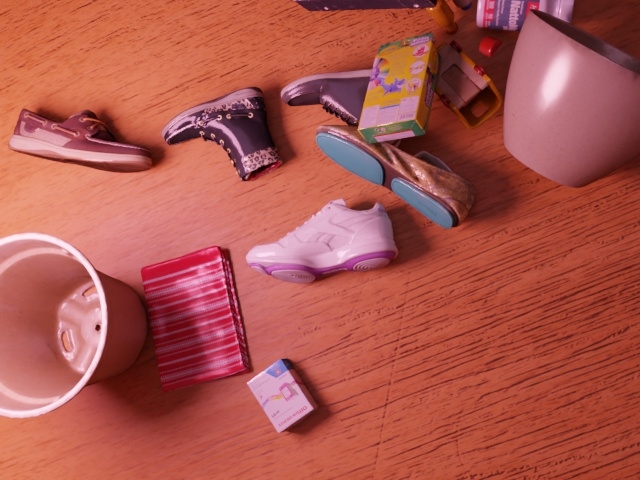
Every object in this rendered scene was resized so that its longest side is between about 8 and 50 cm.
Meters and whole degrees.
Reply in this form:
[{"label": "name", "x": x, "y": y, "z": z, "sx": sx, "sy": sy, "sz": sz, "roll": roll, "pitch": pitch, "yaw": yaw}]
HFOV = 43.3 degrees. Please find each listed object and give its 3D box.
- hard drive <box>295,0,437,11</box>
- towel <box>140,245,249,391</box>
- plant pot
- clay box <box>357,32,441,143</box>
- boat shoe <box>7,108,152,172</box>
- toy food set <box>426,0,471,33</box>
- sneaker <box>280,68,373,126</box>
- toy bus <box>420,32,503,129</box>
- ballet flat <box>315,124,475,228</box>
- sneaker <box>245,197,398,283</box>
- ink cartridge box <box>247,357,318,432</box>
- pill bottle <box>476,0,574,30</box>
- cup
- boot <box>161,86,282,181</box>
[{"label": "hard drive", "x": 0.109, "y": -0.585, "z": 1.619, "sx": 0.339, "sy": 0.064, "sz": 0.236, "roll": 14, "pitch": 86, "yaw": 42}, {"label": "towel", "x": -0.267, "y": 0.163, "z": 1.690, "sx": 0.199, "sy": 0.031, "sz": 0.274, "roll": -15, "pitch": 80, "yaw": 11}, {"label": "plant pot", "x": -0.504, "y": 0.171, "z": 1.599, "sx": 0.334, "sy": 0.305, "sz": 0.333, "roll": -2, "pitch": 82, "yaw": 13}, {"label": "clay box", "x": 0.157, "y": -0.297, "z": 1.560, "sx": 0.127, "sy": 0.053, "sz": 0.222, "roll": -5, "pitch": 55, "yaw": 33}, {"label": "boat shoe", "x": -0.519, "y": -0.227, "z": 1.756, "sx": 0.342, "sy": 0.123, "sz": 0.123, "roll": 10, "pitch": 86, "yaw": 20}, {"label": "toy food set", "x": 0.257, "y": -0.549, "z": 1.657, "sx": 0.111, "sy": 0.104, "sz": 0.232, "roll": -24, "pitch": 60, "yaw": 22}, {"label": "sneaker", "x": 0.030, "y": -0.279, "z": 1.659, "sx": 0.222, "sy": 0.083, "sz": 0.118, "roll": -7, "pitch": 81, "yaw": 10}, {"label": "toy bus", "x": 0.272, "y": -0.310, "z": 1.598, "sx": 0.191, "sy": 0.104, "sz": 0.202, "roll": 2, "pitch": 64, "yaw": 37}, {"label": "ballet flat", "x": 0.155, "y": -0.151, "z": 1.609, "sx": 0.349, "sy": 0.123, "sz": 0.123, "roll": 33, "pitch": 90, "yaw": 15}, {"label": "sneaker", "x": 0.000, "y": 0.000, "z": 1.629, "sx": 0.305, "sy": 0.114, "sz": 0.152, "roll": -8, "pitch": 67, "yaw": 7}, {"label": "ink cartridge box", "x": -0.075, "y": 0.311, "z": 1.616, "sx": 0.088, "sy": 0.052, "sz": 0.122, "roll": -36, "pitch": 78, "yaw": 5}, {"label": "pill bottle", "x": 0.405, "y": -0.467, "z": 1.589, "sx": 0.180, "sy": 0.108, "sz": 0.108, "roll": 8, "pitch": 84, "yaw": 14}, {"label": "cup", "x": 0.467, "y": -0.237, "z": 1.464, "sx": 0.331, "sy": 0.331, "sz": 0.237, "roll": 34, "pitch": 115, "yaw": 14}, {"label": "boot", "x": -0.207, "y": -0.203, "z": 1.700, "sx": 0.236, "sy": 0.085, "sz": 0.178, "roll": -22, "pitch": 81, "yaw": 8}]
